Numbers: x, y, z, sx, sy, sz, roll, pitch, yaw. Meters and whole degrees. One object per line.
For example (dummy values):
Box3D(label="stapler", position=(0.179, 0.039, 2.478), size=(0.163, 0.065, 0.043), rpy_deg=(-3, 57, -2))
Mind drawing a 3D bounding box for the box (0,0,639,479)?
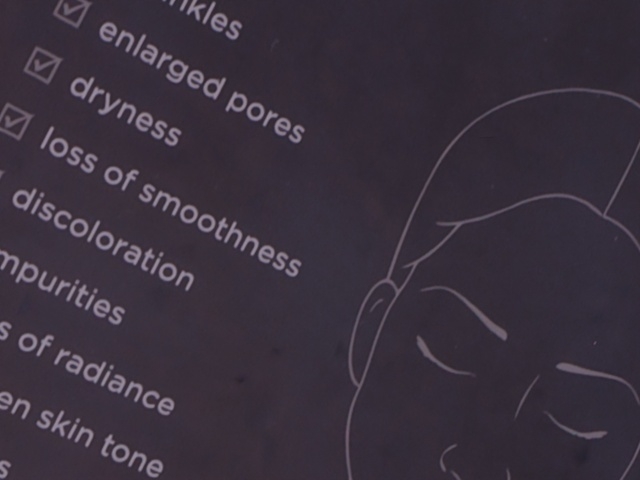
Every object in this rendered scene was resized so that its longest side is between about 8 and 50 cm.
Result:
Box3D(label="box", position=(0.000, 0.000, 0.853), size=(0.480, 0.472, 0.297), rpy_deg=(28, -1, -16))
